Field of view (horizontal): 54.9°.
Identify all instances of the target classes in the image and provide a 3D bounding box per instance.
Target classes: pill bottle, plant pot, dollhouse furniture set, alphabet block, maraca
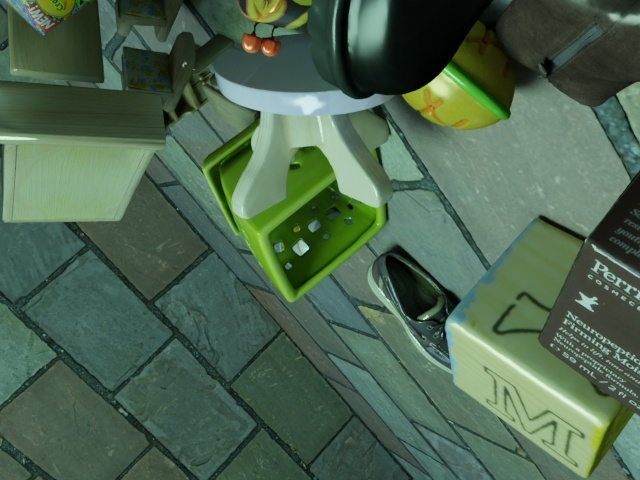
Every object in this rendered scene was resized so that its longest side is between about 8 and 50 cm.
[{"bbox_3d":[0.000,0.000,1.220,0.118,0.117,0.208,48,163,-9],"label":"pill bottle"},{"bbox_3d":[-0.049,-0.076,1.004,0.207,0.228,0.227,42,164,29],"label":"plant pot"},{"bbox_3d":[-0.198,-0.228,1.086,0.242,0.161,0.212,34,159,33],"label":"dollhouse furniture set"},{"bbox_3d":[0.289,0.127,0.739,0.197,0.192,0.193,35,161,34],"label":"alphabet block"},{"bbox_3d":[0.111,-0.178,0.598,0.186,0.099,0.127,46,-163,17],"label":"maraca"},{"bbox_3d":[-0.339,-0.251,0.807,0.256,0.361,0.395,-34,62,57],"label":"dollhouse furniture set"}]

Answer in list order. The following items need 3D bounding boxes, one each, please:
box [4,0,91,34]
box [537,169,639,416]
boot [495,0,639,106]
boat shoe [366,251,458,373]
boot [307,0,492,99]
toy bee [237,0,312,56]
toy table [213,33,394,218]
[{"bbox_3d":[-0.273,-0.428,0.621,0.177,0.279,0.290,42,163,10],"label":"box"},{"bbox_3d":[0.314,0.040,0.517,0.168,0.167,0.203,37,160,26],"label":"box"},{"bbox_3d":[0.249,-0.146,0.443,0.248,0.090,0.207,41,174,9],"label":"boot"},{"bbox_3d":[0.196,0.132,1.104,0.285,0.102,0.092,48,168,11],"label":"boat shoe"},{"bbox_3d":[0.154,-0.164,0.292,0.260,0.131,0.348,41,129,16],"label":"boot"},{"bbox_3d":[-0.057,-0.275,0.597,0.195,0.162,0.298,12,-146,-32],"label":"toy bee"},{"bbox_3d":[-0.015,-0.147,0.764,0.274,0.252,0.161,42,150,49],"label":"toy table"}]
